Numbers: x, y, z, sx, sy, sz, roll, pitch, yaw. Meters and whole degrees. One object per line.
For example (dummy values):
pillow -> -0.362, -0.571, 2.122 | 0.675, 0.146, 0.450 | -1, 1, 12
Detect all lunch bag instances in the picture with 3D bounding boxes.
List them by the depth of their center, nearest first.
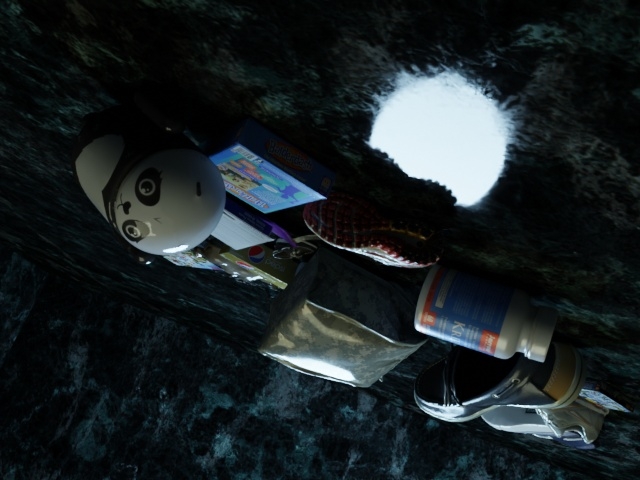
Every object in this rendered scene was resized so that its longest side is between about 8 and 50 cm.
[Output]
lunch bag -> 0.055, 0.181, 1.463 | 0.287, 0.169, 0.235 | 28, 135, -13

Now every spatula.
spatula -> 0.000, 0.000, 1.322 | 0.296, 0.030, 0.084 | 14, 159, 27

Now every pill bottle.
pill bottle -> 0.283, 0.129, 1.195 | 0.221, 0.124, 0.124 | 16, 162, 19

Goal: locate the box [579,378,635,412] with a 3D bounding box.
box -> 0.635, 0.350, 1.595 | 0.137, 0.027, 0.094 | 31, 162, -27

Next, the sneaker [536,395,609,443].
sneaker -> 0.560, 0.406, 1.702 | 0.262, 0.121, 0.099 | 19, 162, 13

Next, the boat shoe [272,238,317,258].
boat shoe -> -0.055, 0.020, 1.442 | 0.125, 0.038, 0.046 | 4, 155, 48

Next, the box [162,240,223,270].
box -> -0.364, 0.018, 1.823 | 0.233, 0.044, 0.159 | 3, 155, 48

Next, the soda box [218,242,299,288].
soda box -> -0.134, 0.046, 1.589 | 0.181, 0.058, 0.061 | 30, 162, -24

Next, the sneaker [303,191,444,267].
sneaker -> 0.077, -0.005, 1.110 | 0.225, 0.088, 0.093 | 22, 165, 2

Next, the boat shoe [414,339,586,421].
boat shoe -> 0.337, 0.283, 1.511 | 0.156, 0.187, 0.500 | 26, 157, -17

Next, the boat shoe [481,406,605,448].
boat shoe -> 0.599, 0.494, 1.906 | 0.158, 0.127, 0.340 | 38, 158, -22

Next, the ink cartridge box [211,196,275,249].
ink cartridge box -> -0.205, -0.062, 1.347 | 0.223, 0.045, 0.224 | 33, 163, -20

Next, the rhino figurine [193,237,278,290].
rhino figurine -> -0.175, 0.060, 1.664 | 0.243, 0.073, 0.106 | 29, 165, -24

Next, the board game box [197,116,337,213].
board game box -> -0.096, -0.108, 1.080 | 0.160, 0.047, 0.210 | 31, 161, -25

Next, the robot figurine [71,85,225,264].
robot figurine -> -0.261, -0.096, 1.038 | 0.278, 0.173, 0.209 | 41, 164, 36

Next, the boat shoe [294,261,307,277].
boat shoe -> -0.005, 0.145, 1.652 | 0.094, 0.109, 0.302 | 17, 160, 11
